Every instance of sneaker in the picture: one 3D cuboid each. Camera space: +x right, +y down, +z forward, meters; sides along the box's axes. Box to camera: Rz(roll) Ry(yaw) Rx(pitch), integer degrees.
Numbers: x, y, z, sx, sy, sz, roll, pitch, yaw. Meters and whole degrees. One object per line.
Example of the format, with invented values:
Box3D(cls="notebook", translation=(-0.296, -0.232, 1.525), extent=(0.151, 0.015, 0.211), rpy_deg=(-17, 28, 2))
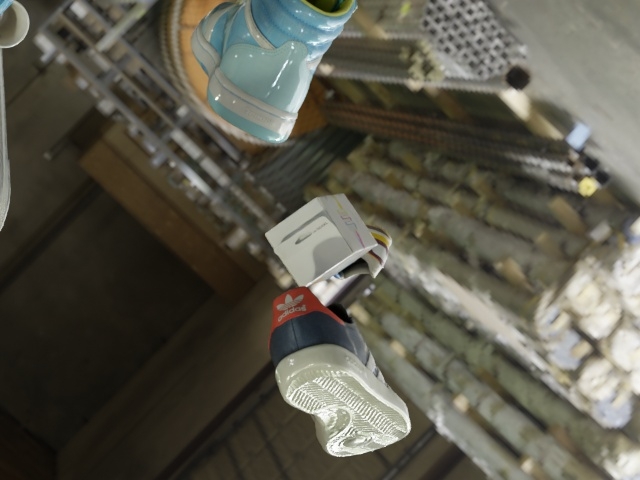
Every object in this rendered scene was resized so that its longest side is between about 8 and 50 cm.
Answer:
Box3D(cls="sneaker", translation=(0.014, 0.015, 1.720), extent=(0.185, 0.084, 0.069), rpy_deg=(2, 144, 29))
Box3D(cls="sneaker", translation=(0.025, 0.171, 1.469), extent=(0.350, 0.131, 0.148), rpy_deg=(63, -171, -57))
Box3D(cls="sneaker", translation=(-0.047, -0.258, 1.281), extent=(0.127, 0.208, 0.319), rpy_deg=(22, -158, -24))

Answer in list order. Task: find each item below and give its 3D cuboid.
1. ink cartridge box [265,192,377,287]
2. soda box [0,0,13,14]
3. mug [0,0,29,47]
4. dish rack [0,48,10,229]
Box3D(cls="ink cartridge box", translation=(0.000, 0.000, 1.499), extent=(0.090, 0.092, 0.143), rpy_deg=(56, -162, 6))
Box3D(cls="soda box", translation=(-0.361, -0.259, 1.167), extent=(0.067, 0.210, 0.071), rpy_deg=(43, 154, -14))
Box3D(cls="mug", translation=(-0.412, -0.288, 1.415), extent=(0.064, 0.062, 0.078), rpy_deg=(37, 156, 49))
Box3D(cls="dish rack", translation=(-0.510, -0.091, 1.492), extent=(0.072, 0.285, 0.333), rpy_deg=(16, -133, -36))
